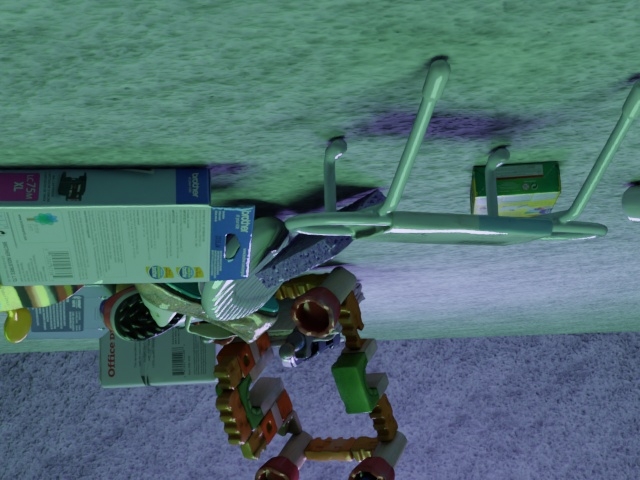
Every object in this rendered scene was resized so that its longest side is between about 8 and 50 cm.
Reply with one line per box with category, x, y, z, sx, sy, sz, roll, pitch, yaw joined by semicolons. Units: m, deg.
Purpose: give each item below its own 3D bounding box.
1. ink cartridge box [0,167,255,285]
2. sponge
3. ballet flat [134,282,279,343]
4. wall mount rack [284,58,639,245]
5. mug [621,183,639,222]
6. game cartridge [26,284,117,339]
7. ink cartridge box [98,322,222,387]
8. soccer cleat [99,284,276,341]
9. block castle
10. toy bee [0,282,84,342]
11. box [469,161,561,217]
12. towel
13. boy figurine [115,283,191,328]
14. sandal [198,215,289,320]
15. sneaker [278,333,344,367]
ink cartridge box;-0.237;-0.014;1.336;0.311;0.065;0.186;1;149;-6
sponge;0.000;0.000;1.488;0.117;0.031;0.210;-43;-172;-30
ballet flat;-0.211;0.101;1.814;0.316;0.107;0.106;25;115;-32
wall mount rack;0.149;-0.070;1.098;0.350;0.130;0.304;1;173;-19
mug;0.434;-0.047;1.459;0.064;0.062;0.078;0;167;38
game cartridge;-0.473;0.114;2.052;0.198;0.062;0.297;-4;158;-14
ink cartridge box;-0.331;0.215;2.401;0.273;0.197;0.114;-5;170;17
soccer cleat;-0.226;0.095;1.929;0.318;0.108;0.116;-14;-164;-29
block castle;-0.040;0.290;2.127;0.303;0.453;0.213;-6;-156;28
toy bee;-0.472;0.074;1.551;0.298;0.162;0.195;-19;125;25
box;0.243;-0.057;1.407;0.105;0.043;0.179;-3;168;5
towel;-0.057;0.157;2.311;0.282;0.049;0.187;-6;-156;29
boy figurine;-0.290;0.108;2.074;0.177;0.092;0.285;-23;170;11
sandal;-0.125;0.034;1.654;0.102;0.169;0.416;37;175;9
sneaker;-0.019;0.191;2.478;0.127;0.126;0.321;-8;-170;9
